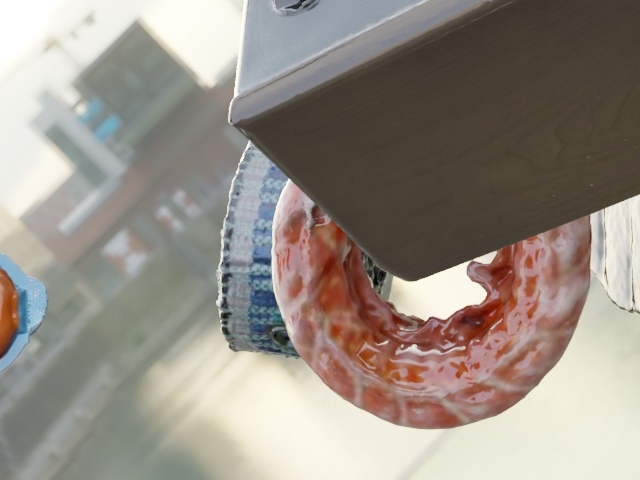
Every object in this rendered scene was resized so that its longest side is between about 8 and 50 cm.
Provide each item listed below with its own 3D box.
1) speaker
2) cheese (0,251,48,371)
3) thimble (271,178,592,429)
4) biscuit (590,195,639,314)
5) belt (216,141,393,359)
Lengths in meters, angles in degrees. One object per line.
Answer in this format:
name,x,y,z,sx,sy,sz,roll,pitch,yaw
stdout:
speaker,0.091,-0.110,1.013,0.231,0.192,0.153,-24,42,28
cheese,-0.327,0.058,1.407,0.256,0.106,0.037,-4,-16,-1
thimble,0.081,0.006,1.360,0.239,0.239,0.162,-43,5,15
biscuit,0.318,-0.131,1.819,0.091,0.407,0.407,-5,-2,-8
belt,0.000,0.000,1.605,0.257,0.150,0.207,-54,-29,-73
